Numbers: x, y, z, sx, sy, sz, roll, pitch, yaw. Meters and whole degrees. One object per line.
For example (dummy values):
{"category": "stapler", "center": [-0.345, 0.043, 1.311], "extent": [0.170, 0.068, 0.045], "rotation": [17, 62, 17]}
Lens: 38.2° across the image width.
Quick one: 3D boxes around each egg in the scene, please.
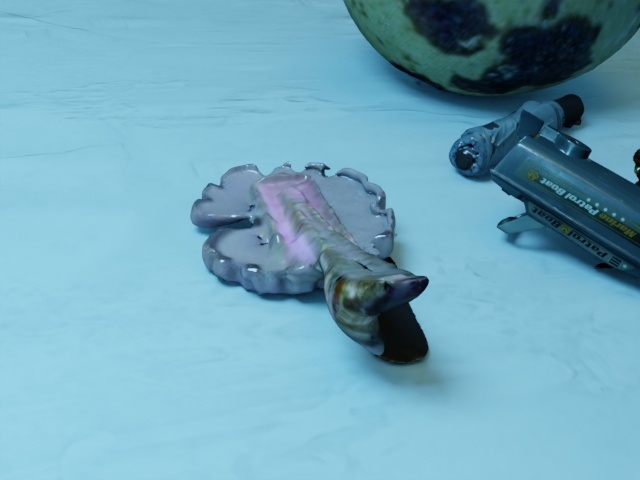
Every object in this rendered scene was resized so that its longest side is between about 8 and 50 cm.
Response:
{"category": "egg", "center": [0.219, -0.345, 1.115], "extent": [0.427, 0.345, 0.345], "rotation": [3, 29, -35]}

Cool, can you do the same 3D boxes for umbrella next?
{"category": "umbrella", "center": [0.224, -0.125, 1.027], "extent": [0.052, 0.053, 0.250], "rotation": [28, 37, 31]}

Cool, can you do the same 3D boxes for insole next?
{"category": "insole", "center": [0.041, 0.040, 0.754], "extent": [0.064, 0.004, 0.188], "rotation": [-4, 33, -14]}

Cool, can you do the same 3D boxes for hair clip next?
{"category": "hair clip", "center": [0.001, 0.008, 0.725], "extent": [0.172, 0.069, 0.300], "rotation": [-6, 21, -17]}

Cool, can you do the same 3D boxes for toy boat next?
{"category": "toy boat", "center": [0.259, -0.011, 0.826], "extent": [0.246, 0.103, 0.093], "rotation": [34, 22, 15]}

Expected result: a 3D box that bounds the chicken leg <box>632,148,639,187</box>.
{"category": "chicken leg", "center": [0.327, -0.032, 0.835], "extent": [0.037, 0.145, 0.062], "rotation": [-54, 21, -18]}
